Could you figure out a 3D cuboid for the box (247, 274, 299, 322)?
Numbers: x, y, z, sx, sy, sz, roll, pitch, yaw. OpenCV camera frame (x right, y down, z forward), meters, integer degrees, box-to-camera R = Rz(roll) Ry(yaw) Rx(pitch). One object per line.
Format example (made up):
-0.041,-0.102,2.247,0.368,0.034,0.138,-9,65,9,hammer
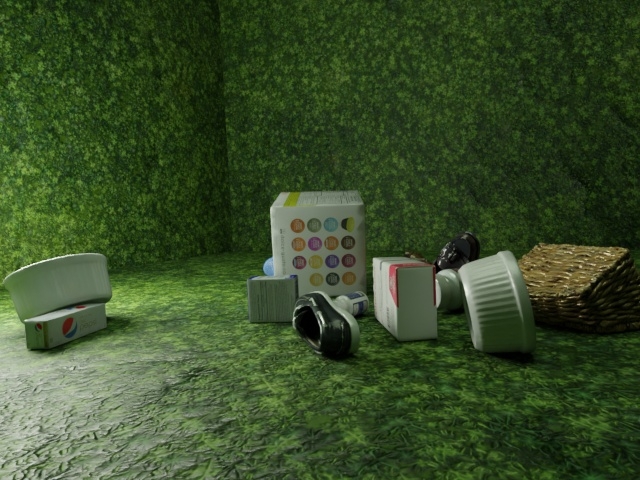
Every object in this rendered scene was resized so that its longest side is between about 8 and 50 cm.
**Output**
-0.133,0.165,1.295,0.137,0.126,0.072,-2,5,7,box

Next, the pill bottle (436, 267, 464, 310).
0.409,0.141,1.331,0.221,0.121,0.121,-4,4,-24,pill bottle

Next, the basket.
0.642,0.156,1.156,0.213,0.223,0.299,-38,13,-12,basket

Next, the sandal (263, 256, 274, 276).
-0.123,0.124,2.067,0.317,0.126,0.138,-3,7,21,sandal

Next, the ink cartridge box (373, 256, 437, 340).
0.205,0.136,1.138,0.100,0.172,0.237,-3,3,-6,ink cartridge box

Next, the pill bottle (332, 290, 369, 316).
0.079,0.186,1.287,0.067,0.067,0.120,0,4,41,pill bottle

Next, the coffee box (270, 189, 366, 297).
0.000,0.000,1.737,0.333,0.338,0.338,-2,14,1,coffee box

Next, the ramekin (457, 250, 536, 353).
0.354,0.132,0.929,0.108,0.207,0.207,-13,1,13,ramekin

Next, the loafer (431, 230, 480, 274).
0.407,0.093,1.453,0.095,0.109,0.303,-24,-28,-28,loafer

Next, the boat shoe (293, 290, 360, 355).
-0.015,0.182,1.048,0.091,0.115,0.302,2,1,-23,boat shoe

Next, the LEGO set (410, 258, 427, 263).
0.432,0.119,1.793,0.286,0.107,0.132,-2,4,4,LEGO set

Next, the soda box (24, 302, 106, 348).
-0.665,0.221,1.200,0.069,0.074,0.216,-2,3,12,soda box

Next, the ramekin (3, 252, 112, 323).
-0.768,0.150,1.356,0.277,0.135,0.277,-21,-8,-3,ramekin

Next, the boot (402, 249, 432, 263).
0.438,0.115,1.998,0.115,0.113,0.305,24,2,22,boot
